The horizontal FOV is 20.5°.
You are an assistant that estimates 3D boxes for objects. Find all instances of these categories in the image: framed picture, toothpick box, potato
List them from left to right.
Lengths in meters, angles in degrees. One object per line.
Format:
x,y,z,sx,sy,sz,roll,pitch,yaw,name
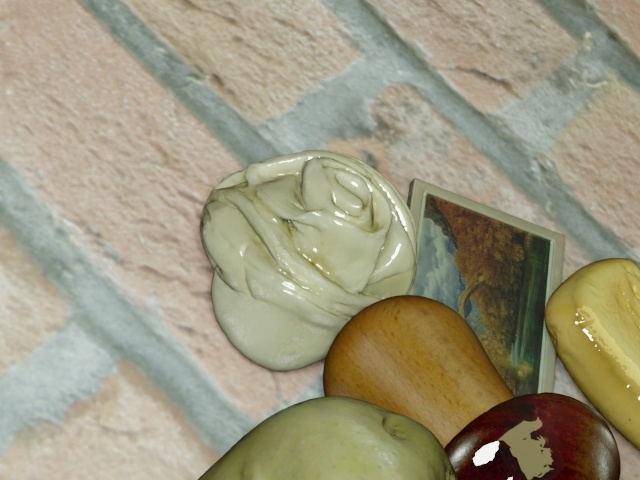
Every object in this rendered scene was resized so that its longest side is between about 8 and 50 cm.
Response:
-0.014,0.272,1.378,0.243,0.326,0.221,47,25,10,potato
0.127,0.173,1.542,0.192,0.192,0.294,-5,31,-29,toothpick box
0.159,0.066,1.789,0.184,0.016,0.250,21,53,-14,framed picture

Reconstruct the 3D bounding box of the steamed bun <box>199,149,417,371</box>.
0.001,0.002,1.668,0.218,0.144,0.211,-10,66,-30,steamed bun

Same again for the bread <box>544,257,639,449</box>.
0.314,0.124,1.776,0.147,0.098,0.217,-29,80,-40,bread
